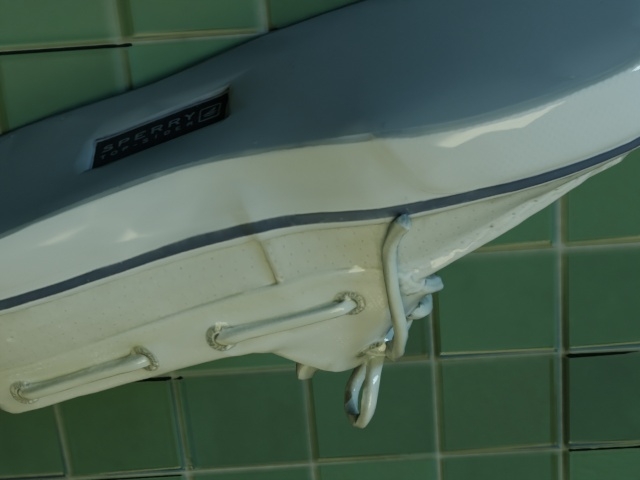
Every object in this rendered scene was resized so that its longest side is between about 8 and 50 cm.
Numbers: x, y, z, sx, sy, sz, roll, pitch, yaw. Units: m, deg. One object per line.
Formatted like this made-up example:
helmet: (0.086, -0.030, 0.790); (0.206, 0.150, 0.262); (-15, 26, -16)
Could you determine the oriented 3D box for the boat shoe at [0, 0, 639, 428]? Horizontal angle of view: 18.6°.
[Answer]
boat shoe: (-0.002, 0.006, 0.841); (0.367, 0.136, 0.156); (-18, 123, 15)
